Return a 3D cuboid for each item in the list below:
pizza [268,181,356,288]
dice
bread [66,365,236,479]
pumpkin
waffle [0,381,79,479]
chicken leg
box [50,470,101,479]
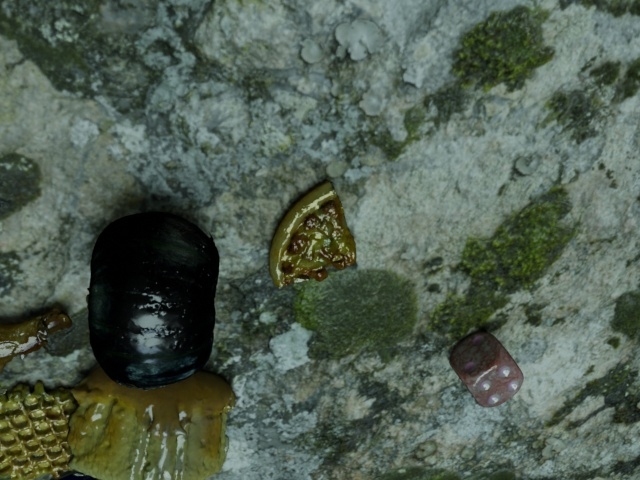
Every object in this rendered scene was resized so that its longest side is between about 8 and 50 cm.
[{"bbox_3d":[0.000,0.000,0.994,0.134,0.046,0.174,13,112,-21],"label":"pizza"},{"bbox_3d":[0.281,0.219,1.159,0.091,0.094,0.093,-37,119,1],"label":"dice"},{"bbox_3d":[-0.239,0.277,0.994,0.252,0.133,0.174,10,90,-21],"label":"bread"},{"bbox_3d":[-0.213,0.073,0.867,0.163,0.233,0.233,3,116,-10],"label":"pumpkin"},{"bbox_3d":[-0.429,0.294,1.037,0.191,0.038,0.191,-7,119,-13],"label":"waffle"},{"bbox_3d":[-0.439,0.159,0.939,0.208,0.085,0.101,-25,87,-9],"label":"chicken leg"},{"bbox_3d":[-0.289,0.497,1.165,0.200,0.065,0.343,-23,120,-2],"label":"box"}]
